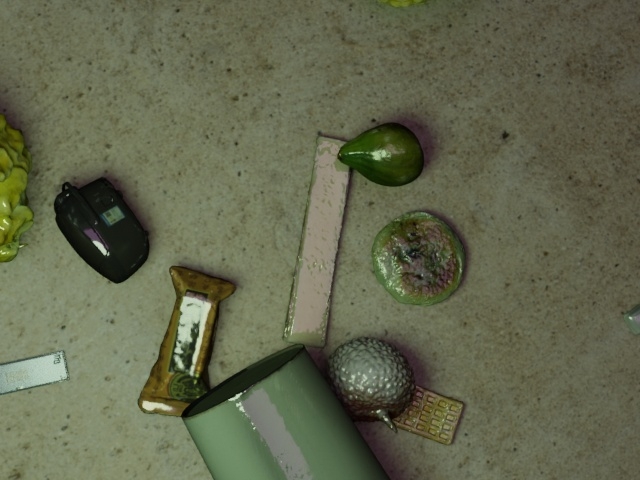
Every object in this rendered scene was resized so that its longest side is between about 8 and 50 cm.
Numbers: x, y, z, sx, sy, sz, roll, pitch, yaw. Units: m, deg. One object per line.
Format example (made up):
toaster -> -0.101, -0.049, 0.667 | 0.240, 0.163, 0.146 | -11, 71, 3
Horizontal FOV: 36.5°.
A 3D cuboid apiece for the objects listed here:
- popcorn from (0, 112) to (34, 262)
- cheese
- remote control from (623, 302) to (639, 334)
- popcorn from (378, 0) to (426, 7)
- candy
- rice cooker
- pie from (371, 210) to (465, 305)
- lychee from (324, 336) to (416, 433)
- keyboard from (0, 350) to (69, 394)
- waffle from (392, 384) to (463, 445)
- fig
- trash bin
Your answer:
popcorn -> -0.628, -0.108, 1.659 | 0.312, 0.312, 0.312 | 1, 83, -7
cheese -> -0.002, 0.000, 1.839 | 0.085, 0.034, 0.400 | 9, 81, -3
remote control -> 0.683, 0.117, 1.916 | 0.184, 0.027, 0.050 | -34, 89, -11
popcorn -> 0.188, -0.573, 1.829 | 0.292, 0.237, 0.293 | 0, 84, -3
candy -> -0.234, 0.190, 1.753 | 0.143, 0.101, 0.271 | 13, 87, 0
rice cooker -> -0.391, -0.021, 1.736 | 0.118, 0.142, 0.203 | -36, 89, -22
pie -> 0.189, 0.035, 1.854 | 0.186, 0.041, 0.187 | 1, 84, -6
lychee -> 0.090, 0.262, 1.749 | 0.165, 0.165, 0.197 | -6, 52, -8
keyboard -> -0.545, 0.243, 1.745 | 0.176, 0.014, 0.055 | -12, 86, -9
waffle -> 0.196, 0.324, 1.831 | 0.135, 0.021, 0.092 | 22, 82, -5
fig -> 0.111, -0.157, 1.819 | 0.156, 0.123, 0.123 | -11, 85, -22
trash bin -> -0.026, 0.419, 1.646 | 0.280, 0.280, 0.432 | -30, 93, -10
